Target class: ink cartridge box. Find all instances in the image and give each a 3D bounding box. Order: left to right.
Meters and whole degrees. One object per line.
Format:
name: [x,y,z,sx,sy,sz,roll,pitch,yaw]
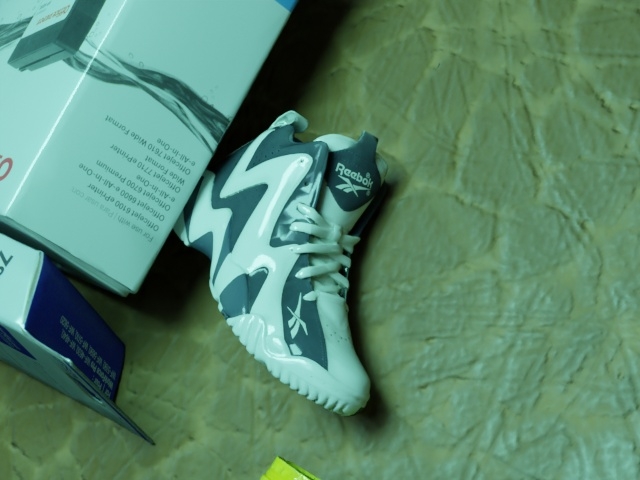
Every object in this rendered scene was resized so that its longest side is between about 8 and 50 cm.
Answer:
ink cartridge box: [-0.263,0.032,1.274,0.332,0.165,0.065,25,73,26]
ink cartridge box: [-0.160,-0.136,1.292,0.223,0.129,0.307,17,76,55]

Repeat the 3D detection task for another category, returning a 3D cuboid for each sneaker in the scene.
sneaker: [0.000,0.000,1.208,0.153,0.094,0.235,-46,45,12]

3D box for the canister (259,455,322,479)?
canister: [-0.022,0.245,1.119,0.126,0.073,0.170,31,86,25]
